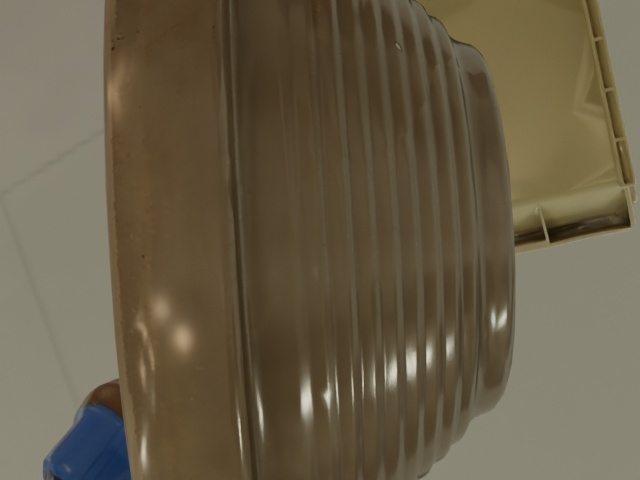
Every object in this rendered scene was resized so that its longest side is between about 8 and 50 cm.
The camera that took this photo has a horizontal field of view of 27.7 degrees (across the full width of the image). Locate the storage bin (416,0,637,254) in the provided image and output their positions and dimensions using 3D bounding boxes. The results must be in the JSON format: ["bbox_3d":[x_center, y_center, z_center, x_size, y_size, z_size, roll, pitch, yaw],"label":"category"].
[{"bbox_3d":[0.086,-0.118,0.972,0.262,0.260,0.123,-12,-166,12],"label":"storage bin"}]

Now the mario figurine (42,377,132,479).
[{"bbox_3d":[-0.139,0.219,0.538,0.170,0.198,0.320,9,-138,35],"label":"mario figurine"}]

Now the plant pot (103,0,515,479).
[{"bbox_3d":[0.000,0.000,0.425,0.109,0.237,0.237,-2,167,-2],"label":"plant pot"}]
